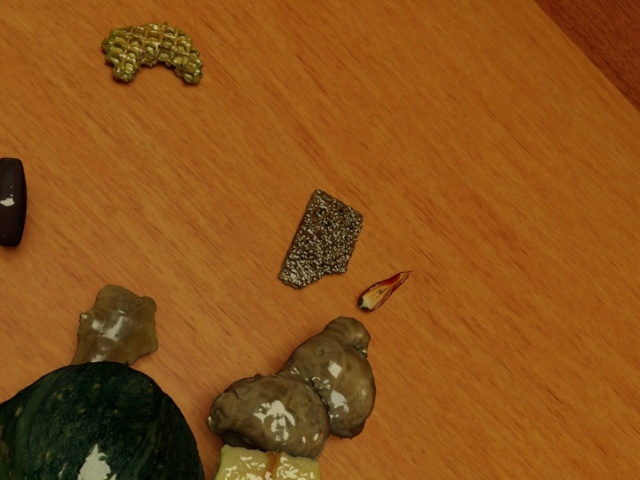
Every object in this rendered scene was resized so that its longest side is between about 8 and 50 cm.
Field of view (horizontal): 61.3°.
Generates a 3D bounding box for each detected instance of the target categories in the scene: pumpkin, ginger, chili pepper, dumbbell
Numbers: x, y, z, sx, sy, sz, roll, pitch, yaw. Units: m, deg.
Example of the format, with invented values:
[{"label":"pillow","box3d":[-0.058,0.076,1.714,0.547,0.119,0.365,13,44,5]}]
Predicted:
[{"label":"pumpkin","box3d":[-0.252,0.285,0.663,0.293,0.197,0.263,59,15,-12]},{"label":"ginger","box3d":[-0.363,0.185,0.815,0.294,0.086,0.131,-45,115,-30]},{"label":"chili pepper","box3d":[0.136,0.101,1.143,0.178,0.027,0.045,-32,89,-34]},{"label":"dumbbell","box3d":[-0.560,-0.061,0.795,0.226,0.124,0.140,0,69,-28]},{"label":"ginger","box3d":[-0.026,0.280,0.900,0.375,0.176,0.256,-44,109,-37]}]

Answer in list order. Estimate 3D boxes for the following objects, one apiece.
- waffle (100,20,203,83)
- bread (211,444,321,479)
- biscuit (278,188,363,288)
[{"label":"waffle","box3d":[-0.339,-0.379,1.102,0.194,0.051,0.149,-21,77,-33]},{"label":"bread","box3d":[-0.087,0.425,0.688,0.168,0.163,0.264,12,89,-10]},{"label":"biscuit","box3d":[0.008,0.009,1.120,0.131,0.026,0.236,29,57,-12]}]
